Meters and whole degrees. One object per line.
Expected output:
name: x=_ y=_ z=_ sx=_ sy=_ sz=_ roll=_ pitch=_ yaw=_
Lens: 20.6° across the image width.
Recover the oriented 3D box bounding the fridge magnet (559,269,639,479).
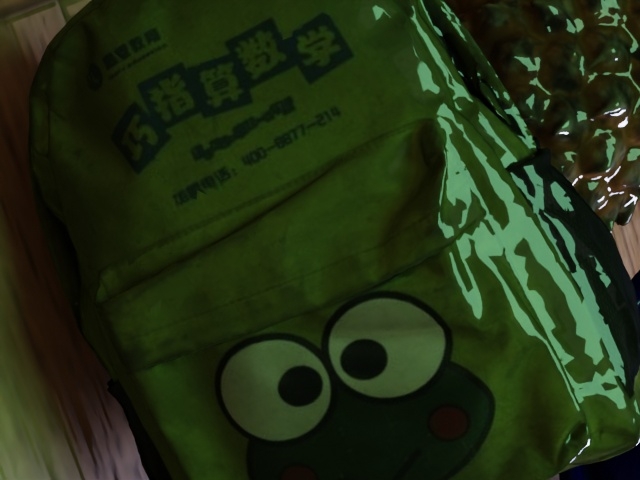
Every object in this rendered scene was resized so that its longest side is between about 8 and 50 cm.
fridge magnet: x=0.259 y=0.106 z=1.046 sx=0.265 sy=0.112 sz=0.265 roll=-8 pitch=109 yaw=-26

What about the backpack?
backpack: x=0.000 y=0.000 z=0.687 sx=0.253 sy=0.207 sz=0.140 roll=62 pitch=14 yaw=-9

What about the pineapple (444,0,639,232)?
pineapple: x=0.104 y=-0.065 z=0.912 sx=0.193 sy=0.166 sz=0.166 roll=-33 pitch=112 yaw=-20
